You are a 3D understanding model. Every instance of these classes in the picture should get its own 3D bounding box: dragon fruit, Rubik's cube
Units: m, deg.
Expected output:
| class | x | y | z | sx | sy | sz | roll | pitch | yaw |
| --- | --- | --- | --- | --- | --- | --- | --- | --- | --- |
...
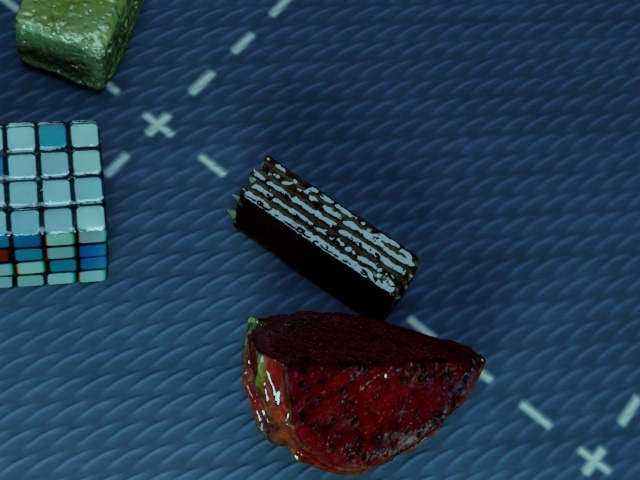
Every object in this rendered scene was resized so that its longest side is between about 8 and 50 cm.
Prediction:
| class | x | y | z | sx | sy | sz | roll | pitch | yaw |
| --- | --- | --- | --- | --- | --- | --- | --- | --- | --- |
| dragon fruit | 0.010 | 0.177 | 1.659 | 0.317 | 0.205 | 0.152 | 1 | 105 | -37 |
| Rubik's cube | -0.337 | -0.043 | 1.698 | 0.155 | 0.151 | 0.154 | -4 | 66 | -12 |

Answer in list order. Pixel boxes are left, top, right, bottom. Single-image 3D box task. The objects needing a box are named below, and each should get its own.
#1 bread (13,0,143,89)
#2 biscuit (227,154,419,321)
| class | x | y | z | sx | sy | sz | roll | pitch | yaw |
| --- | --- | --- | --- | --- | --- | --- | --- | --- | --- |
| bread | -0.313 | -0.309 | 1.862 | 0.138 | 0.102 | 0.196 | 17 | 59 | -4 |
| biscuit | 0.000 | 0.000 | 1.757 | 0.252 | 0.106 | 0.070 | 33 | 65 | 9 |
